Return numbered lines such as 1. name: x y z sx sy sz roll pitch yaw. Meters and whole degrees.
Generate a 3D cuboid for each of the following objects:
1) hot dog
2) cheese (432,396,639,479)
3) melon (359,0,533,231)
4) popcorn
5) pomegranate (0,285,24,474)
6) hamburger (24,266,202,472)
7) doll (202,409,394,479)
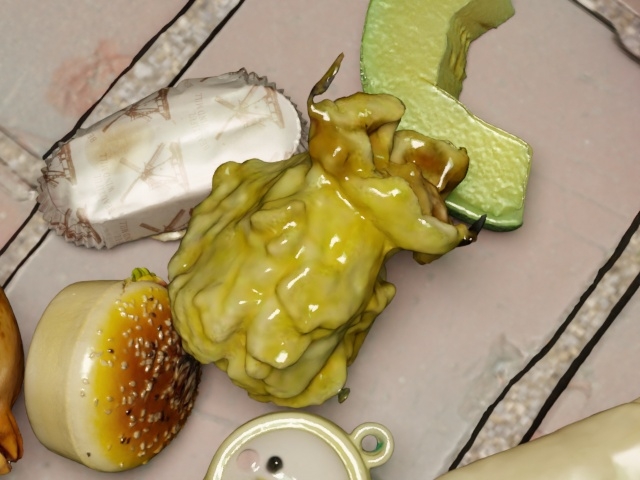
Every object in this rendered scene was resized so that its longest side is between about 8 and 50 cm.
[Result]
1. hot dog: -0.101 -0.053 1.270 0.192 0.053 0.099 -21 77 0
2. cheese: 0.211 0.169 1.169 0.328 0.129 0.351 14 79 4
3. melon: 0.085 -0.106 1.272 0.118 0.064 0.209 3 75 3
4. popcorn: -0.005 0.005 1.168 0.195 0.168 0.173 -34 96 32
5. pomegranate: -0.287 0.083 1.166 0.209 0.209 0.209 0 77 2
6. hamburger: -0.126 0.082 1.206 0.081 0.141 0.126 6 107 21
7. doll: -0.085 0.194 1.168 0.296 0.117 0.141 -33 75 2
